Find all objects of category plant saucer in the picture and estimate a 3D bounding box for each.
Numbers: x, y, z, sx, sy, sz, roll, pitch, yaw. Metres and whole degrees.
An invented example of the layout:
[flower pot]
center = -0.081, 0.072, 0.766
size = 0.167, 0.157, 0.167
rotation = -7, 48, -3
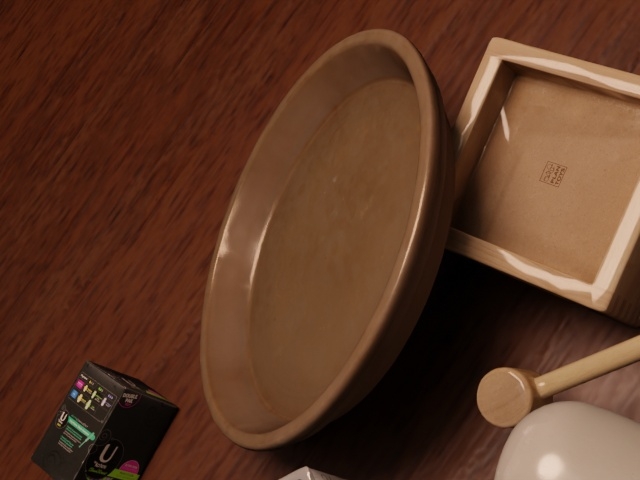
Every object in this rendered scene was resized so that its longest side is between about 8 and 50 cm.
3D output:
[plant saucer]
center = 0.000, 0.000, 0.626
size = 0.278, 0.041, 0.278
rotation = -43, 37, 45

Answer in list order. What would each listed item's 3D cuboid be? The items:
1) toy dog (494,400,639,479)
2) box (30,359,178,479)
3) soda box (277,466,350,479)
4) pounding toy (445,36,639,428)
[toy dog]
center = 0.226, 0.195, 0.384
size = 0.333, 0.220, 0.161
rotation = 41, 133, 37
[box]
center = -0.158, 0.141, 0.714
size = 0.052, 0.062, 0.083
rotation = 24, 82, 38
[soda box]
center = -0.088, 0.245, 0.600
size = 0.286, 0.098, 0.091
rotation = -31, 57, 17
[pounding toy]
center = 0.153, 0.013, 0.565
size = 0.181, 0.094, 0.206
rotation = 24, 92, 32
